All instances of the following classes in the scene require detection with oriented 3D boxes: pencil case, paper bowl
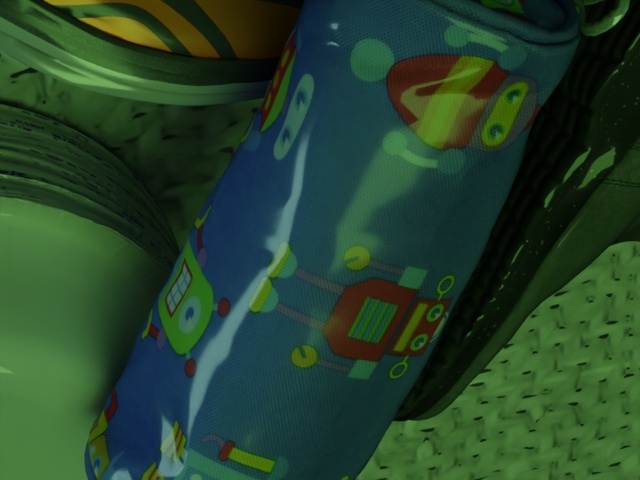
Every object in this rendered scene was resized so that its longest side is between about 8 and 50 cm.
[{"bbox_3d":[0.000,0.000,0.851,0.119,0.133,0.306,8,119,-34],"label":"pencil case"},{"bbox_3d":[-0.194,0.082,0.982,0.284,0.148,0.284,-10,129,-12],"label":"paper bowl"}]

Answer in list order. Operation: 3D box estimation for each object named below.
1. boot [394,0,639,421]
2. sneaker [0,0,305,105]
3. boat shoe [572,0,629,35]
[{"bbox_3d":[0.177,-0.014,1.052,0.222,0.118,0.338,15,125,-33],"label":"boot"},{"bbox_3d":[-0.108,-0.175,0.822,0.321,0.125,0.180,15,122,-27],"label":"sneaker"},{"bbox_3d":[0.082,-0.127,0.933,0.105,0.113,0.306,1,111,-26],"label":"boat shoe"}]
